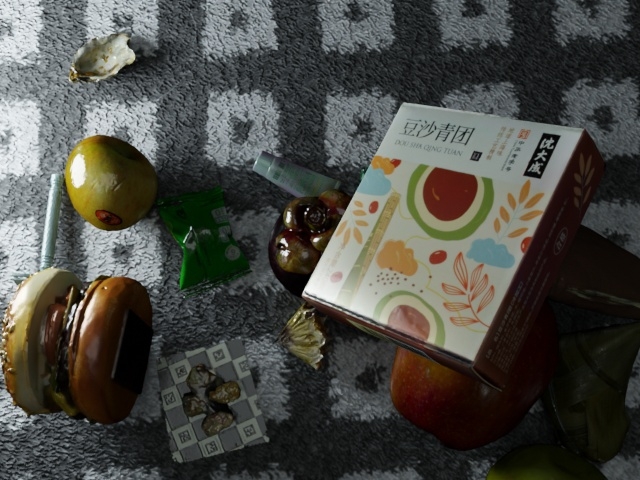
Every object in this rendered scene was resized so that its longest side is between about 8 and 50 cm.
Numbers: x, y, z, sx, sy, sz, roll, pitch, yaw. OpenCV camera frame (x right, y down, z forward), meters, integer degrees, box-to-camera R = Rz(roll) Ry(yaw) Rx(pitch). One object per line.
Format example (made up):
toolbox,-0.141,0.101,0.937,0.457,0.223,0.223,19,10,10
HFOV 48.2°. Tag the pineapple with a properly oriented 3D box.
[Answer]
pineapple,-0.034,0.188,1.382,0.116,0.069,0.137,-12,83,-2

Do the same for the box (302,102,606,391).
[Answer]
box,0.201,-0.009,1.132,0.345,0.122,0.385,19,77,43

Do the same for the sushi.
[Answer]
sushi,-0.216,0.309,1.378,0.193,0.040,0.210,-14,81,-2

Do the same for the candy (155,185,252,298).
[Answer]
candy,-0.234,-0.003,1.412,0.141,0.078,0.203,-20,87,-2

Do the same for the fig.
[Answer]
fig,0.401,0.457,1.272,0.230,0.207,0.207,-36,82,-23

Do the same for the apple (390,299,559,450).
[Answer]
apple,0.266,0.198,1.255,0.288,0.288,0.316,19,115,3

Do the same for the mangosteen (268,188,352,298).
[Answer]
mangosteen,0.000,0.000,1.320,0.212,0.250,0.211,-4,61,7

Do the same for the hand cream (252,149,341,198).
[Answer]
hand cream,-0.051,-0.123,1.449,0.174,0.047,0.076,26,81,-4

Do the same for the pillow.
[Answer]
pillow,0.430,0.030,1.253,0.308,0.305,0.108,13,111,-23

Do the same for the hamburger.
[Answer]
hamburger,-0.439,0.187,1.290,0.225,0.291,0.290,2,81,5

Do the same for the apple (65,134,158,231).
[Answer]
apple,-0.405,-0.107,1.382,0.182,0.182,0.155,37,112,6

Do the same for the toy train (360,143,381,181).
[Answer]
toy train,0.157,-0.053,1.375,0.115,0.154,0.269,-20,81,-5

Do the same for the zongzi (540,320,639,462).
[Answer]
zongzi,0.514,0.272,1.266,0.125,0.274,0.250,-21,86,-34

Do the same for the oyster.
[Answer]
oyster,-0.455,-0.370,1.483,0.148,0.051,0.103,-22,71,-13

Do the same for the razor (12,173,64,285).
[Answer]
razor,-0.537,-0.021,1.432,0.106,0.068,0.231,3,74,0
